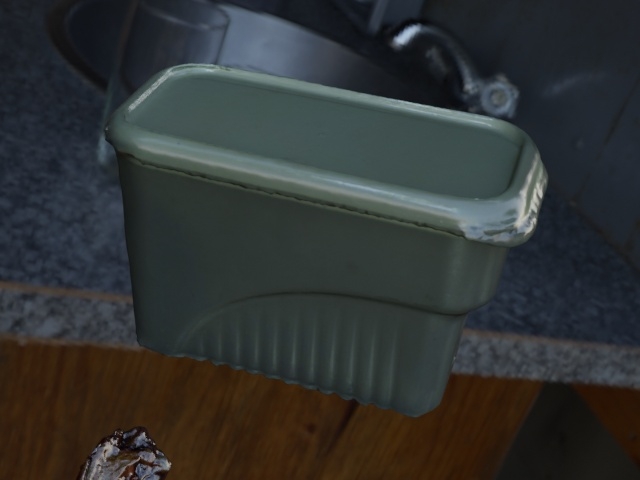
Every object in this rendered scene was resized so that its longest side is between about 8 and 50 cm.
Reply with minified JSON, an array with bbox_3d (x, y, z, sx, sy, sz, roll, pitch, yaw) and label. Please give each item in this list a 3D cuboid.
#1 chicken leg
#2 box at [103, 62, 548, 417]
[{"bbox_3d":[-0.217,0.356,1.174,0.177,0.083,0.322,25,45,-15],"label":"chicken leg"},{"bbox_3d":[0.000,0.000,0.708,0.274,0.178,0.138,14,34,13],"label":"box"}]
